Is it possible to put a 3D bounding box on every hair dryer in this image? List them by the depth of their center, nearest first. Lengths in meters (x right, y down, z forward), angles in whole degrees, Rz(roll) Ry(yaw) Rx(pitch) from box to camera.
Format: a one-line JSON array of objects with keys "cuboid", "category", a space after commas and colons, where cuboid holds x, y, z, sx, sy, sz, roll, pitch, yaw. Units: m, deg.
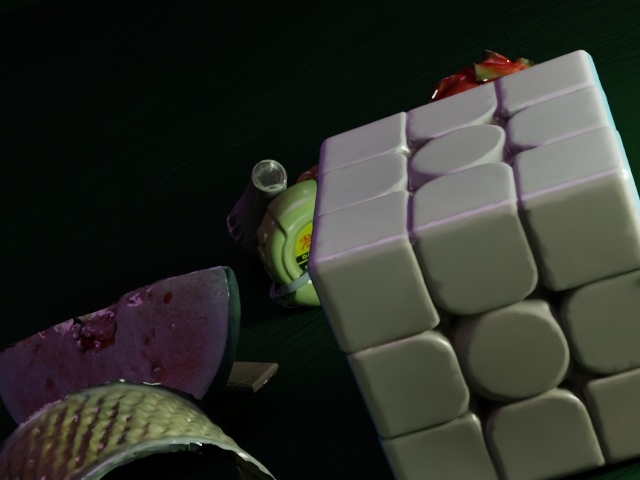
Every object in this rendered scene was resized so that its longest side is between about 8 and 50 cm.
[{"cuboid": [-0.005, -0.064, 1.953, 0.267, 0.092, 0.229, -22, -19, 5], "category": "hair dryer"}]

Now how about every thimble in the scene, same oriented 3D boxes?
[{"cuboid": [-0.158, 0.267, 1.316, 0.270, 0.271, 0.150, -33, 26, -16], "category": "thimble"}]

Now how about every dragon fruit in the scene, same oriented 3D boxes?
[{"cuboid": [0.204, -0.117, 1.858, 0.274, 0.192, 0.193, -51, 12, -29], "category": "dragon fruit"}]

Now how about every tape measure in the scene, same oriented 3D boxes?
[{"cuboid": [0.000, 0.000, 1.863, 0.177, 0.154, 0.087, -32, 29, -4], "category": "tape measure"}]

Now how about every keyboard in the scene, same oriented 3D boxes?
[{"cuboid": [-0.124, 0.164, 1.803, 0.166, 0.017, 0.055, -3, 28, 41], "category": "keyboard"}]

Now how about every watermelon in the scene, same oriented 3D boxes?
[{"cuboid": [-0.200, 0.158, 1.756, 0.321, 0.188, 0.175, -19, -9, 32], "category": "watermelon"}]

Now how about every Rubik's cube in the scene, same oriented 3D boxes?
[{"cuboid": [0.173, 0.037, 1.435, 0.291, 0.292, 0.290, -19, 24, 12], "category": "Rubik's cube"}]

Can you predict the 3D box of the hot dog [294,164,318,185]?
[{"cuboid": [0.000, -0.074, 2.114, 0.078, 0.061, 0.169, 2, 35, 49], "category": "hot dog"}]
